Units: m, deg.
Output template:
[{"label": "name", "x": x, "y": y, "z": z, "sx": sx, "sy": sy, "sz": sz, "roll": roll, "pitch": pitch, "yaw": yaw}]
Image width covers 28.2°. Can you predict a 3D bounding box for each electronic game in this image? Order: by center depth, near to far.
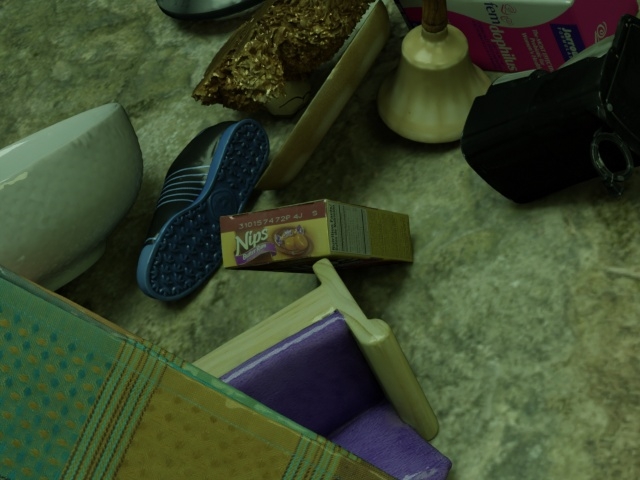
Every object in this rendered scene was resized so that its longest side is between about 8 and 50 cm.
[{"label": "electronic game", "x": -0.112, "y": -0.362, "z": 1.680, "sx": 0.229, "sy": 0.048, "sz": 0.229, "roll": -15, "pitch": 39, "yaw": 12}]

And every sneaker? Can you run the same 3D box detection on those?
[{"label": "sneaker", "x": -0.140, "y": -0.032, "z": 1.378, "sx": 0.090, "sy": 0.081, "sz": 0.232, "roll": -3, "pitch": 49, "yaw": 50}]

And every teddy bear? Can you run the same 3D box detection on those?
[{"label": "teddy bear", "x": -0.004, "y": -0.237, "z": 1.380, "sx": 0.338, "sy": 0.113, "sz": 0.245, "roll": -45, "pitch": 14, "yaw": 28}]

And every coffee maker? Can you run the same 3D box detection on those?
[{"label": "coffee maker", "x": 0.215, "y": -0.102, "z": 1.141, "sx": 0.171, "sy": 0.120, "sz": 0.178, "roll": -40, "pitch": 12, "yaw": -37}]

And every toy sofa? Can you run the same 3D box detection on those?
[{"label": "toy sofa", "x": -0.084, "y": 0.193, "z": 1.051, "sx": 0.362, "sy": 0.150, "sz": 0.177, "roll": -30, "pitch": 42, "yaw": -3}]

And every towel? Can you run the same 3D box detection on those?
[{"label": "towel", "x": -0.151, "y": 0.218, "z": 0.958, "sx": 0.370, "sy": 0.040, "sz": 0.271, "roll": 27, "pitch": 86, "yaw": -1}]

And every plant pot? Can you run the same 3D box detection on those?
[{"label": "plant pot", "x": 0.008, "y": -0.144, "z": 1.324, "sx": 0.236, "sy": 0.032, "sz": 0.236, "roll": -55, "pitch": 4, "yaw": 6}]

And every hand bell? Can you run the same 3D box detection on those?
[{"label": "hand bell", "x": 0.110, "y": -0.222, "z": 1.246, "sx": 0.126, "sy": 0.242, "sz": 0.126, "roll": -3, "pitch": 52, "yaw": 4}]

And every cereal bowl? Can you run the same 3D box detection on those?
[{"label": "cereal bowl", "x": -0.335, "y": -0.014, "z": 1.384, "sx": 0.339, "sy": 0.141, "sz": 0.339, "roll": -26, "pitch": 15, "yaw": 7}]

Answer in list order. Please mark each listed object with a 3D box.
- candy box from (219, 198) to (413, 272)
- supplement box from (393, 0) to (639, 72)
[{"label": "candy box", "x": 0.000, "y": 0.000, "z": 1.178, "sx": 0.109, "sy": 0.187, "sz": 0.053, "roll": -8, "pitch": 82, "yaw": 26}, {"label": "supplement box", "x": 0.203, "y": -0.253, "z": 1.336, "sx": 0.220, "sy": 0.111, "sz": 0.114, "roll": 10, "pitch": 58, "yaw": 38}]
